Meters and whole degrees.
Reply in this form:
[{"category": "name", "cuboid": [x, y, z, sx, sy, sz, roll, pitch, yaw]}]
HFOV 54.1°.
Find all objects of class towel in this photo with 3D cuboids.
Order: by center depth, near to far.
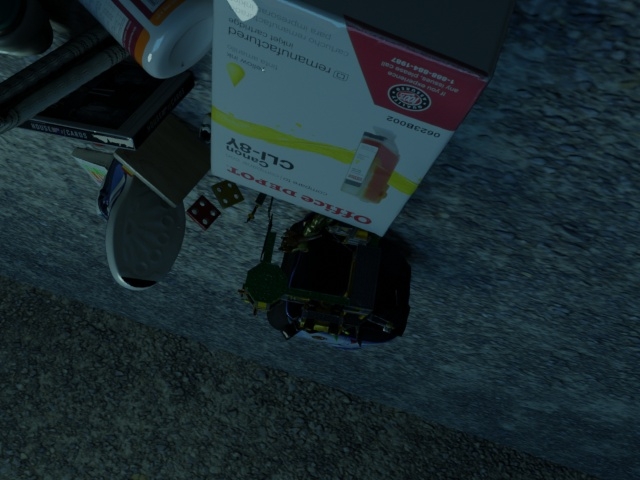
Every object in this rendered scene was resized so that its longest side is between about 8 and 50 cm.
[{"category": "towel", "cuboid": [-0.356, -0.211, 0.821, 0.312, 0.324, 0.056, -4, 128, 44]}]

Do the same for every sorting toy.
[{"category": "sorting toy", "cuboid": [-0.261, -0.131, 1.081, 0.274, 0.132, 0.046, 42, 144, -13]}]

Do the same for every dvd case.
[{"category": "dvd case", "cuboid": [-0.338, -0.216, 0.952, 0.239, 0.179, 0.029, 13, 138, 15]}]

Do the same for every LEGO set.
[{"category": "LEGO set", "cuboid": [0.000, 0.000, 1.022, 0.255, 0.331, 0.192, 3, 163, -5]}]

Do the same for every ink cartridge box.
[{"category": "ink cartridge box", "cuboid": [0.021, -0.184, 0.766, 0.279, 0.160, 0.384, 21, 156, -2]}]

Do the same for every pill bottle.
[{"category": "pill bottle", "cuboid": [-0.215, -0.296, 0.689, 0.221, 0.121, 0.121, 47, 153, 1]}]

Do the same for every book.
[{"category": "book", "cuboid": [-0.471, -0.145, 1.380, 0.096, 0.035, 0.144, 16, 157, 19]}]

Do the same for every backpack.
[{"category": "backpack", "cuboid": [0.041, 0.097, 1.239, 0.263, 0.276, 0.213, 20, 161, -16]}]

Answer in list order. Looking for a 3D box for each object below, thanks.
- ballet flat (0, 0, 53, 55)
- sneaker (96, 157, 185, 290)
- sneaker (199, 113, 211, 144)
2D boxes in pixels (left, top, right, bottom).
[{"category": "ballet flat", "cuboid": [-0.588, -0.350, 0.946, 0.400, 0.139, 0.139, 15, 155, 8]}, {"category": "sneaker", "cuboid": [-0.346, -0.035, 1.167, 0.130, 0.322, 0.236, 12, 154, -28]}, {"category": "sneaker", "cuboid": [-0.198, -0.184, 1.082, 0.032, 0.037, 0.083, 20, 157, -5]}]
